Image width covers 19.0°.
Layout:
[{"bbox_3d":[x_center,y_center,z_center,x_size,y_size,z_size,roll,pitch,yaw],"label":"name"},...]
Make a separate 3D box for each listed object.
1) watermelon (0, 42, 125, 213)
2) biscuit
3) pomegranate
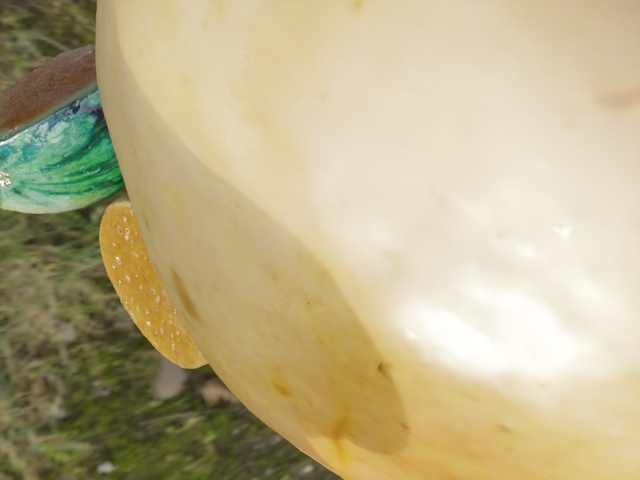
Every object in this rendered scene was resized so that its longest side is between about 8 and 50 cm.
[{"bbox_3d":[-0.193,-0.098,1.596,0.128,0.231,0.146,55,147,-8],"label":"watermelon"},{"bbox_3d":[-0.135,0.047,1.980,0.289,0.044,0.202,10,122,50],"label":"biscuit"},{"bbox_3d":[0.104,-0.094,0.661,0.412,0.411,0.411,1,93,15],"label":"pomegranate"}]
